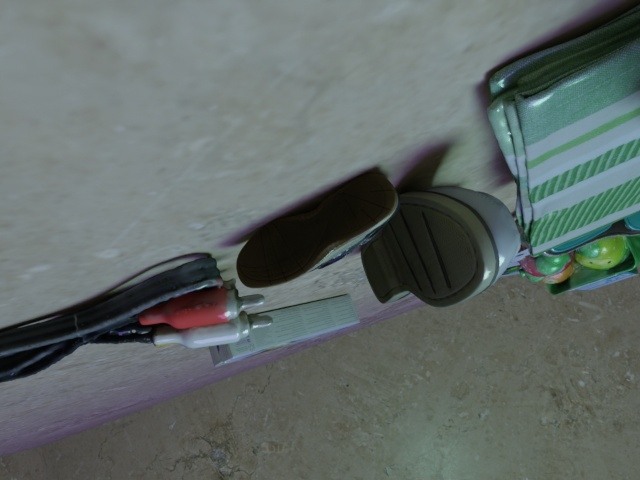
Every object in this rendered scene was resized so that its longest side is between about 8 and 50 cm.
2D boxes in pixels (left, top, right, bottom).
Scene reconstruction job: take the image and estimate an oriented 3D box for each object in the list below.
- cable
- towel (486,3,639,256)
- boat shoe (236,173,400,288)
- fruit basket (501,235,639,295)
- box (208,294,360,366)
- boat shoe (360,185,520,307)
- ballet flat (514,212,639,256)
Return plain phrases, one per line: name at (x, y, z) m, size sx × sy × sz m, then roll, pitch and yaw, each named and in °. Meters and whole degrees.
cable at (-0.187, 0.087, 0.432) m, size 0.287 × 0.072 × 0.139 m, roll -16°, pitch 160°, yaw -15°
towel at (0.269, -0.089, 0.381) m, size 0.248 × 0.038 × 0.325 m, roll -25°, pitch 153°, yaw 16°
boat shoe at (0.000, 0.000, 0.397) m, size 0.152 × 0.056 × 0.049 m, roll -26°, pitch 159°, yaw 20°
fruit basket at (0.548, 0.043, 1.090) m, size 0.353 × 0.165 × 0.327 m, roll -9°, pitch 162°, yaw -28°
box at (-0.058, 0.161, 0.889) m, size 0.324 × 0.067 × 0.063 m, roll -6°, pitch 161°, yaw -46°
boat shoe at (0.124, 0.003, 0.493) m, size 0.103 × 0.113 × 0.302 m, roll -19°, pitch 176°, yaw -10°
ballet flat at (0.459, -0.051, 0.792) m, size 0.316 × 0.107 × 0.106 m, roll -11°, pitch -176°, yaw -13°
